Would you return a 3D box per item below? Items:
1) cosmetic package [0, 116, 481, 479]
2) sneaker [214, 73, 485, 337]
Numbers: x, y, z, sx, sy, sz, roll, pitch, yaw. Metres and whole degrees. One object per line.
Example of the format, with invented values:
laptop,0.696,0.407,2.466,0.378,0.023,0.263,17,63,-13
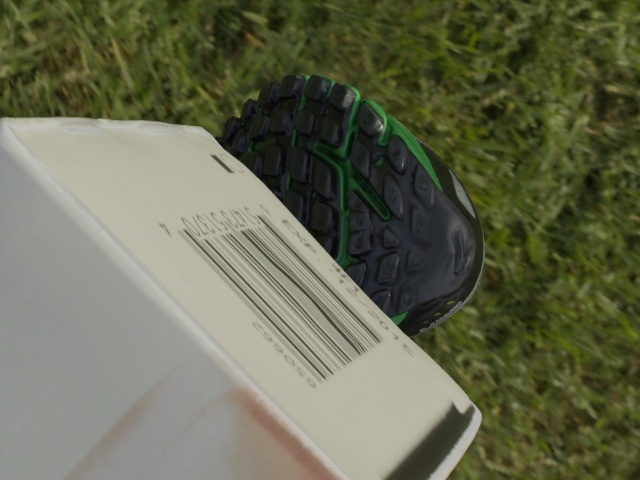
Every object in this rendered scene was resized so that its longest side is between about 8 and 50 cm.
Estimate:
cosmetic package,-0.109,0.115,0.420,0.129,0.153,0.296,46,103,6
sneaker,0.000,0.000,0.815,0.146,0.343,0.134,19,85,-21
